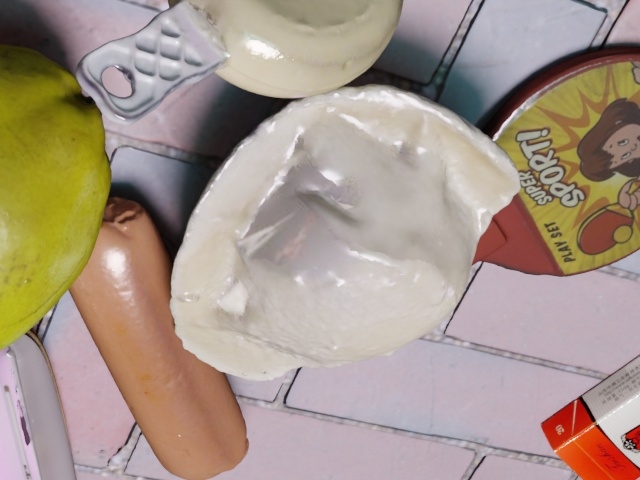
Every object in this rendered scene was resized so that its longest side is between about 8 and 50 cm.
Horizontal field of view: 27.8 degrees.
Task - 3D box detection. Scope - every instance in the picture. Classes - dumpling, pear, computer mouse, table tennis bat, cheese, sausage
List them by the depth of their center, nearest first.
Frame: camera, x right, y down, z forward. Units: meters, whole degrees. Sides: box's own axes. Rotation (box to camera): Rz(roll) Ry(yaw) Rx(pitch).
[{"bbox_3d":[-0.041,-0.136,0.843,0.163,0.249,0.071,36,143,-14],"label":"cheese"},{"bbox_3d":[-0.262,-0.021,0.869,0.269,0.212,0.212,-34,125,3],"label":"pear"},{"bbox_3d":[0.004,0.002,0.954,0.227,0.175,0.243,35,82,-43],"label":"dumpling"},{"bbox_3d":[-0.133,0.087,1.047,0.086,0.086,0.289,-19,124,0],"label":"sausage"},{"bbox_3d":[0.187,-0.040,1.069,0.310,0.038,0.200,-33,124,6],"label":"table tennis bat"},{"bbox_3d":[-0.292,0.182,1.082,0.158,0.072,0.310,-8,125,-6],"label":"computer mouse"}]

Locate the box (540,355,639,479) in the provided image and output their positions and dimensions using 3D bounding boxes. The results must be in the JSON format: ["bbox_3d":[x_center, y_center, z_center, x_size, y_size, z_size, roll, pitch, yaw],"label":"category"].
[{"bbox_3d":[0.301,0.171,1.232,0.152,0.048,0.100,-36,122,15],"label":"box"}]
